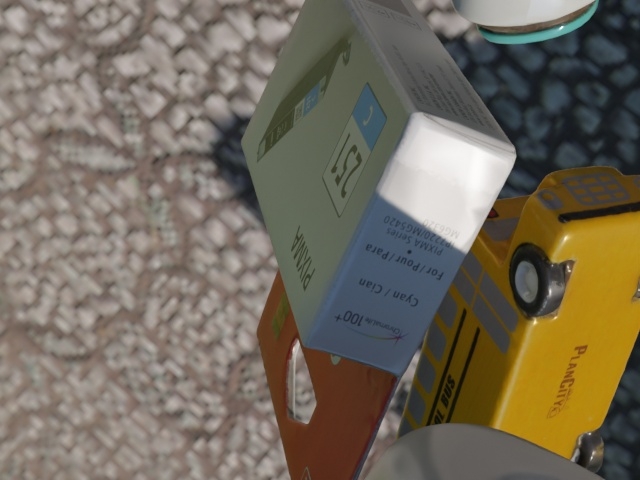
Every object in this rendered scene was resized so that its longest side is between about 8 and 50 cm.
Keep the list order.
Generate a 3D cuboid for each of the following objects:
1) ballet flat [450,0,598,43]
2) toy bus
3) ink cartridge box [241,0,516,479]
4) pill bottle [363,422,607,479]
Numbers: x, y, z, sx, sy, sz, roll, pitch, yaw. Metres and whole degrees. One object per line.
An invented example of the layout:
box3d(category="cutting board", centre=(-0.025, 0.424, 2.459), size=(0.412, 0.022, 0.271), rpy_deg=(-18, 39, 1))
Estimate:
box3d(category="ballet flat", centre=(0.133, -0.268, 1.127), size=(0.139, 0.400, 0.139), rpy_deg=(3, 123, 5))
box3d(category="toy bus", centre=(0.148, 0.083, 1.280), size=(0.130, 0.108, 0.333), rpy_deg=(57, 145, 42))
box3d(category="ink cartridge box", centre=(0.000, 0.000, 1.020), size=(0.066, 0.296, 0.261), rpy_deg=(19, 109, -16))
box3d(category="pill bottle", centre=(0.024, 0.301, 0.748), size=(0.229, 0.229, 0.408), rpy_deg=(34, 104, 10))
